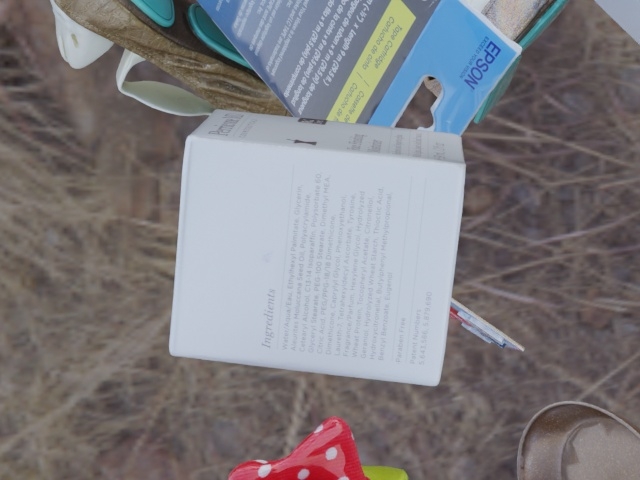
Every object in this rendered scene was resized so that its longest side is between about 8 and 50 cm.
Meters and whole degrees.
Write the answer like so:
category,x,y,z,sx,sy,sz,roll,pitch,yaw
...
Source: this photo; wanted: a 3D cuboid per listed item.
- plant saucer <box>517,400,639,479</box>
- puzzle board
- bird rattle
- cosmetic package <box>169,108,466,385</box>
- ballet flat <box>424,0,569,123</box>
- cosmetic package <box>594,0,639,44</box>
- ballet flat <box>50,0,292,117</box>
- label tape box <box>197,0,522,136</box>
category,x,y,z,sx,sy,sz,roll,pitch,yaw
plant saucer,0.244,0.221,1.307,0.198,0.036,0.199,30,129,44
puzzle board,0.133,0.070,1.540,0.128,0.096,0.011,34,86,-8
bird rattle,-0.027,0.221,1.013,0.207,0.253,0.143,-30,75,10
cosmetic package,0.000,0.000,1.085,0.183,0.151,0.151,7,101,2
ballet flat,0.169,-0.216,1.647,0.106,0.107,0.316,42,157,5
cosmetic package,0.391,-0.245,1.330,0.097,0.377,0.284,3,65,48
ballet flat,-0.160,-0.190,1.451,0.124,0.342,0.116,-39,43,24
label tape box,0.029,-0.221,1.313,0.348,0.115,0.249,49,144,14
